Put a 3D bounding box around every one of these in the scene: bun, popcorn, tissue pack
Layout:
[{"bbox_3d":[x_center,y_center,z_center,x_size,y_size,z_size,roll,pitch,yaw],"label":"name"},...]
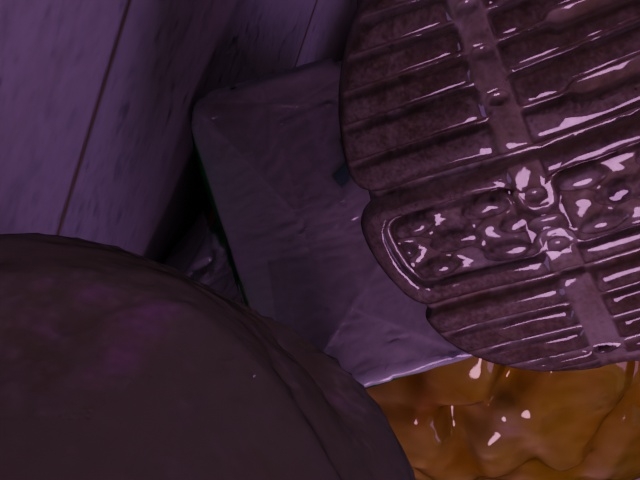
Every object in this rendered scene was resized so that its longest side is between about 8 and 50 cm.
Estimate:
[{"bbox_3d":[-0.075,0.192,0.425,0.365,0.219,0.365,18,90,-81],"label":"bun"},{"bbox_3d":[0.160,-0.005,1.057,0.390,0.354,0.344,-57,174,-45],"label":"popcorn"},{"bbox_3d":[-0.001,-0.001,0.776,0.209,0.156,0.148,-11,85,-79],"label":"tissue pack"}]

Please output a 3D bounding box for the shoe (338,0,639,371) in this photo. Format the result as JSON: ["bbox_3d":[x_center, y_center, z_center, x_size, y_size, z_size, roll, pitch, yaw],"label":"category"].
[{"bbox_3d":[0.096,-0.128,0.614,0.198,0.172,0.351,-66,145,-63],"label":"shoe"}]
